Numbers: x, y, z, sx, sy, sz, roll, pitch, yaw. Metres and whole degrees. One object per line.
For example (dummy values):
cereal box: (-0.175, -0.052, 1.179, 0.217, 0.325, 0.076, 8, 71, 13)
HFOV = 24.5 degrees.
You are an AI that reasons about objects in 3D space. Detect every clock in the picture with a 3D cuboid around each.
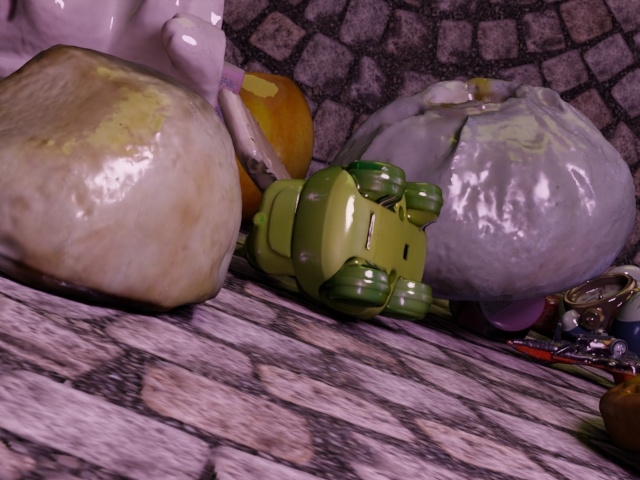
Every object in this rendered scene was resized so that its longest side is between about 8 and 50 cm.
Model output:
clock: (0.436, 0.113, 1.934, 0.199, 0.147, 0.243, -20, 18, -18)

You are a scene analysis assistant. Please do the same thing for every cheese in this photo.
cheese: (-0.041, -0.051, 1.586, 0.085, 0.034, 0.400, 62, 2, 22)

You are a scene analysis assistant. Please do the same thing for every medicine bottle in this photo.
medicine bottle: (0.219, 0.058, 1.791, 0.094, 0.119, 0.188, 17, 5, -3)

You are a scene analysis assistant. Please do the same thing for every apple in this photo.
apple: (-0.119, -0.133, 1.960, 0.236, 0.208, 0.237, 21, 2, -1)

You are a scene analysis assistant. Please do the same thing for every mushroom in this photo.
mushroom: (-0.155, -0.051, 1.072, 0.267, 0.164, 0.189, 17, 5, -42)

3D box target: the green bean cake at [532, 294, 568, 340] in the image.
green bean cake: (0.329, 0.105, 2.162, 0.135, 0.056, 0.135, 20, 4, 4)

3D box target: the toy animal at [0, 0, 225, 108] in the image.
toy animal: (-0.229, -0.209, 1.441, 0.264, 0.206, 0.272, 3, 51, -9)

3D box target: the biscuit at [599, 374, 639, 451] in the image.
biscuit: (0.414, 0.127, 1.263, 0.350, 0.070, 0.394, -6, -5, 8)

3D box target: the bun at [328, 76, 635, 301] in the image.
bun: (0.172, -0.066, 1.659, 0.361, 0.211, 0.362, -8, 24, 4)

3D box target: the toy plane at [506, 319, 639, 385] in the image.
toy plane: (0.304, 0.129, 1.715, 0.189, 0.061, 0.130, 20, 5, -19)

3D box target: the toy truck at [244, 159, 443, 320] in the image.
toy truck: (0.008, -0.002, 1.444, 0.210, 0.148, 0.187, 7, -9, 13)

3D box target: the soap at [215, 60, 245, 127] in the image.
soap: (-0.205, -0.138, 1.663, 0.138, 0.199, 0.182, 19, 3, 33)
